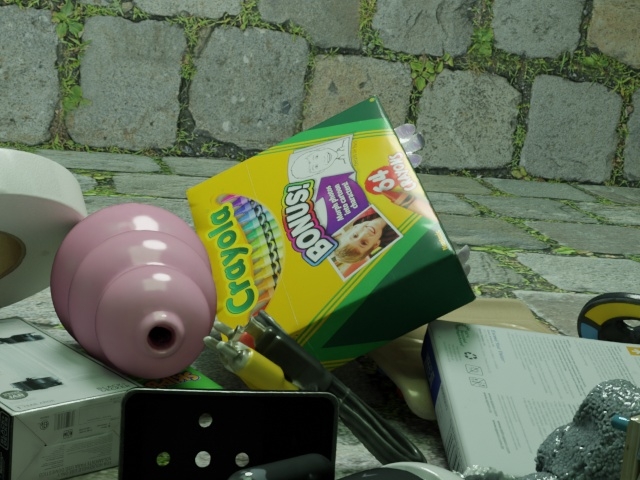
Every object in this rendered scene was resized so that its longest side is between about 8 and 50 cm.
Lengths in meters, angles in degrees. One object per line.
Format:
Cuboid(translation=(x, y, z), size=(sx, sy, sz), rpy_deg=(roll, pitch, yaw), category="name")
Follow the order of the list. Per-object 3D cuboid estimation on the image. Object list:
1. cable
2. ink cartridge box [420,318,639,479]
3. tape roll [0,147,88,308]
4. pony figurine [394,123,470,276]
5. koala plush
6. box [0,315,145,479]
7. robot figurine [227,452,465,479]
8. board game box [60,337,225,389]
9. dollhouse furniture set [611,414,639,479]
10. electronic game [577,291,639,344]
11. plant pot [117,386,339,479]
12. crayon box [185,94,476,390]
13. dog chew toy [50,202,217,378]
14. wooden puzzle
Cuboid(translation=(-0.007, 0.177, 1.301), size=(0.287, 0.072, 0.139), rpy_deg=(42, 6, -12), category="cable")
Cuboid(translation=(0.301, 0.214, 1.345), size=(0.330, 0.071, 0.324), rpy_deg=(8, 25, -6), category="ink cartridge box")
Cuboid(translation=(-0.493, 0.005, 1.491), size=(0.392, 0.072, 0.392), rpy_deg=(-17, -21, -7), category="tape roll")
Cuboid(translation=(0.041, -0.002, 1.853), size=(0.351, 0.302, 0.363), rpy_deg=(-21, 1, 10), category="pony figurine")
Cuboid(translation=(0.231, 0.250, 1.061), size=(0.221, 0.203, 0.196), rpy_deg=(-25, 48, -11), category="koala plush")
Cuboid(translation=(-0.348, 0.175, 1.302), size=(0.169, 0.087, 0.290), rpy_deg=(-7, 18, -44), category="box")
Cuboid(translation=(0.025, 0.271, 0.875), size=(0.174, 0.209, 0.278), rpy_deg=(-12, -3, 45), category="robot figurine")
Cuboid(translation=(-0.235, 0.174, 1.479), size=(0.124, 0.039, 0.259), rpy_deg=(-4, 13, -36), category="board game box")
Cuboid(translation=(0.290, 0.248, 0.790), size=(0.286, 0.303, 0.198), rpy_deg=(-5, 16, -41), category="dollhouse furniture set")
Cuboid(translation=(0.456, 0.153, 1.553), size=(0.229, 0.229, 0.048), rpy_deg=(15, 54, 36), category="electronic game")
Cuboid(translation=(-0.097, 0.220, 1.052), size=(0.188, 0.188, 0.167), rpy_deg=(3, 0, -13), category="plant pot")
Cuboid(translation=(0.000, 0.000, 1.555), size=(0.313, 0.106, 0.363), rpy_deg=(-26, 42, 5), category="crayon box")
Cuboid(translation=(-0.217, 0.072, 1.389), size=(0.207, 0.206, 0.332), rpy_deg=(2, 12, -18), category="dog chew toy")
Cuboid(translation=(0.216, 0.176, 1.607), size=(0.322, 0.080, 0.348), rpy_deg=(2, 18, -16), category="wooden puzzle")
